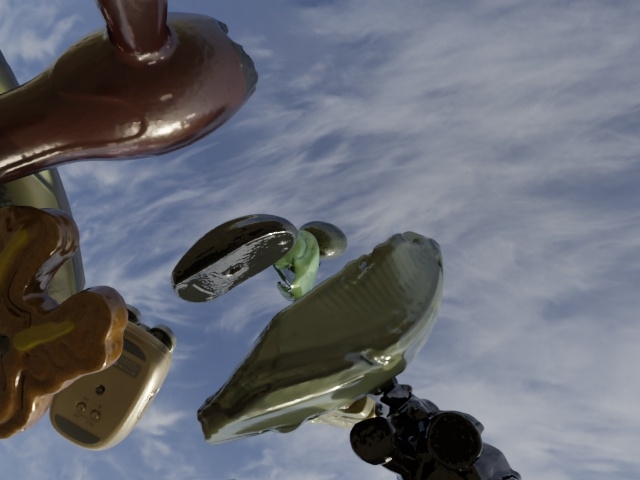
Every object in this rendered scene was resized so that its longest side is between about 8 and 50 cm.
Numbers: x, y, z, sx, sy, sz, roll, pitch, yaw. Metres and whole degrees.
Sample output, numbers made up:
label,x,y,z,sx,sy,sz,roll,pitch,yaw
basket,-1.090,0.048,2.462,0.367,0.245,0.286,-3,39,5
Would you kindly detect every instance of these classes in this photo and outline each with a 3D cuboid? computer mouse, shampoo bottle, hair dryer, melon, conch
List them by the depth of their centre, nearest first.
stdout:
label,x,y,z,sx,sy,sz,roll,pitch,yaw
hair dryer,-0.178,-0.169,0.281,0.123,0.313,0.340,55,-27,13
shampoo bottle,-0.385,-0.074,0.491,0.126,0.084,0.350,-6,-60,-13
computer mouse,0.041,0.143,0.567,0.145,0.429,0.228,49,-27,17
computer mouse,-0.331,0.220,0.659,0.145,0.082,0.236,30,-84,-1
computer mouse,-0.174,0.022,0.808,0.270,0.137,0.086,-32,-120,6
conch,-0.065,0.082,1.007,0.143,0.137,0.250,33,-44,47
melon,0.000,0.000,1.195,0.114,0.168,0.114,-29,-125,54

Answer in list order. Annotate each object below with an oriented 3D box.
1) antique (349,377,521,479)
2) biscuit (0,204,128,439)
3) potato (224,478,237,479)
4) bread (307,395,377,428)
label,x,y,z,sx,sy,sz,roll,pitch,yaw
antique,0.194,0.363,0.644,0.185,0.255,0.322,-42,-122,1
biscuit,-0.316,0.098,0.397,0.295,0.044,0.186,-39,-100,17
potato,-0.247,0.843,1.249,0.266,0.229,0.229,32,-73,9
bread,0.039,0.399,1.145,0.301,0.341,0.210,-10,-126,29
